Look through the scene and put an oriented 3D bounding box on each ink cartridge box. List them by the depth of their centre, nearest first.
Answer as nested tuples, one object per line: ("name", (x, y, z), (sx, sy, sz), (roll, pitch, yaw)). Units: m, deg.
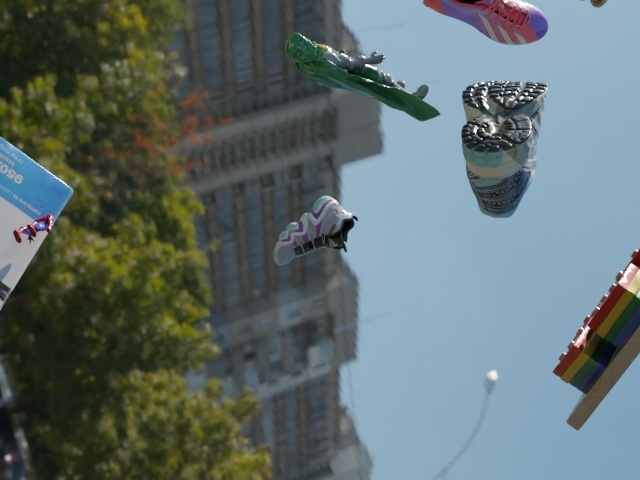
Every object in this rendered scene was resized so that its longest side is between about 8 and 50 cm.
("ink cartridge box", (-0.575, 0.069, 1.747), (0.166, 0.394, 0.285), (38, -41, -20))

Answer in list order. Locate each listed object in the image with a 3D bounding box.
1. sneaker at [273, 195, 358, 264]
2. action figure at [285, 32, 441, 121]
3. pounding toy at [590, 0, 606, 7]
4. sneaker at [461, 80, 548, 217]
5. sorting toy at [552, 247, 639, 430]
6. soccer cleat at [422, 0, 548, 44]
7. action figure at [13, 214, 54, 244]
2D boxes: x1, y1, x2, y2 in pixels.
("sneaker", (0.000, 0.000, 1.273), (0.069, 0.098, 0.038), (34, -15, 32))
("action figure", (0.042, -0.222, 1.546), (0.137, 0.232, 0.063), (15, -90, 47))
("pounding toy", (0.562, -0.501, 1.997), (0.269, 0.155, 0.154), (-43, -118, 28))
("sneaker", (0.232, -0.123, 1.518), (0.283, 0.110, 0.122), (-59, 147, -57))
("sorting toy", (0.468, 0.133, 1.849), (0.089, 0.257, 0.255), (35, -57, 11))
("soccer cleat", (0.288, -0.390, 1.967), (0.095, 0.248, 0.083), (-1, -106, 68))
("action figure", (-0.403, -0.017, 1.670), (0.030, 0.038, 0.115), (63, 9, -9))
